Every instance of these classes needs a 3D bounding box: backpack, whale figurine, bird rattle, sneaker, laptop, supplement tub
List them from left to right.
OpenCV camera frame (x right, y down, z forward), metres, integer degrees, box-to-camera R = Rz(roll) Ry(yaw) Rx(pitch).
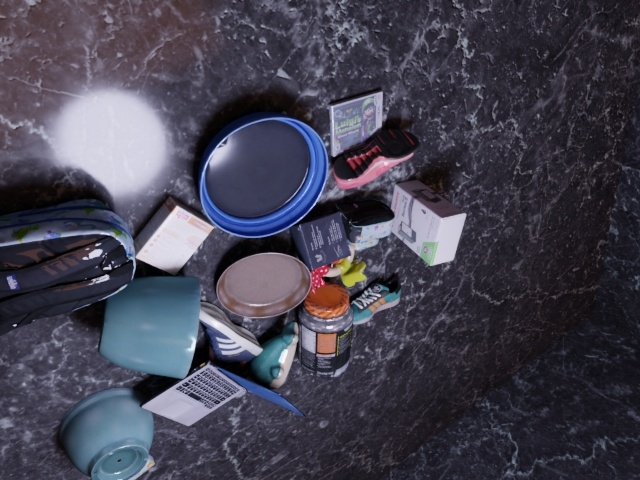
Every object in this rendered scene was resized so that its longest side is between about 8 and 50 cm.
[{"bbox_3d":[-0.632,0.043,1.253,0.356,0.273,0.289,-10,126,-5],"label":"backpack"},{"bbox_3d":[-0.340,0.336,1.744,0.148,0.131,0.350,-41,134,-2],"label":"sneaker"},{"bbox_3d":[-0.314,0.581,1.776,0.408,0.236,0.382,-32,150,-6],"label":"laptop"},{"bbox_3d":[-0.171,0.409,1.888,0.141,0.216,0.271,21,118,-13],"label":"whale figurine"},{"bbox_3d":[0.017,0.334,1.950,0.207,0.207,0.337,-17,130,-26],"label":"supplement tub"},{"bbox_3d":[0.034,0.071,1.868,0.254,0.143,0.206,1,109,-22],"label":"bird rattle"},{"bbox_3d":[0.155,-0.062,1.794,0.189,0.166,0.144,-18,131,-21],"label":"backpack"},{"bbox_3d":[0.205,0.231,2.094,0.302,0.108,0.120,-22,131,-33],"label":"sneaker"},{"bbox_3d":[0.177,-0.264,1.716,0.314,0.115,0.136,-25,164,-10],"label":"sneaker"}]

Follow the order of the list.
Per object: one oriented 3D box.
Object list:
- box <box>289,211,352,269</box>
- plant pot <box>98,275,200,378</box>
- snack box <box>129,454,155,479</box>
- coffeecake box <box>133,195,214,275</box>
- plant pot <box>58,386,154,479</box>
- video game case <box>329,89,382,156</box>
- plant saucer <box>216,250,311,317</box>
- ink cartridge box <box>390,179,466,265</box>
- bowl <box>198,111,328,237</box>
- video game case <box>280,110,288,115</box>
[{"bbox_3d":[0.000,0.000,1.733,0.159,0.093,0.155,-19,98,-25],"label":"box"},{"bbox_3d":[-0.487,0.233,1.460,0.235,0.293,0.292,9,116,-23],"label":"plant pot"},{"bbox_3d":[-0.696,0.834,1.904,0.141,0.037,0.100,-37,137,-9],"label":"snack box"},{"bbox_3d":[-0.419,-0.011,1.475,0.185,0.068,0.142,-50,136,4],"label":"coffeecake box"},{"bbox_3d":[-0.668,0.653,1.681,0.293,0.196,0.292,-20,131,-25],"label":"plant pot"},{"bbox_3d":[0.114,-0.369,1.645,0.191,0.022,0.173,-22,131,-22],"label":"video game case"},{"bbox_3d":[-0.186,0.140,1.716,0.311,0.050,0.310,-8,132,-9],"label":"plant saucer"},{"bbox_3d":[0.373,-0.070,1.875,0.115,0.273,0.198,-13,127,-26],"label":"ink cartridge box"},{"bbox_3d":[-0.167,-0.188,1.507,0.392,0.077,0.390,-17,132,-20],"label":"bowl"},{"bbox_3d":[-0.131,-0.279,1.532,0.157,0.019,0.143,-41,135,-4],"label":"video game case"}]
